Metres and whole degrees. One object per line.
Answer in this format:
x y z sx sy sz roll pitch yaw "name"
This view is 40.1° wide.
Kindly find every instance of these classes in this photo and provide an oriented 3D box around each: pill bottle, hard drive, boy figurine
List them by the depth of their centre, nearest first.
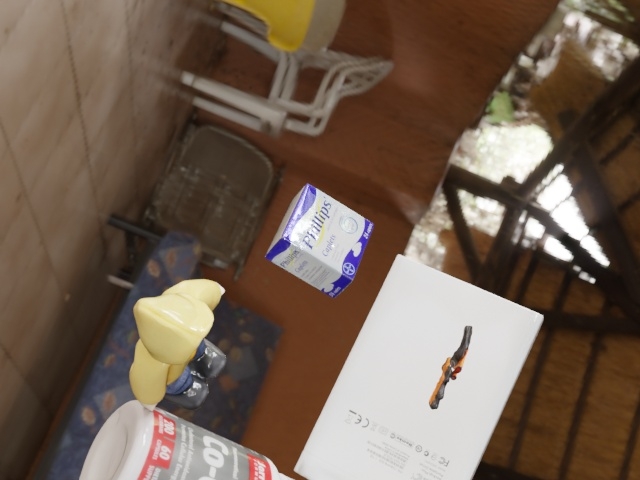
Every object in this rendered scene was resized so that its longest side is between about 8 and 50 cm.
-0.167 0.119 1.063 0.177 0.092 0.285 -59 174 -22 "boy figurine"
-0.154 0.332 1.134 0.161 0.283 0.161 -42 -149 32 "pill bottle"
0.141 0.223 1.265 0.353 0.233 0.047 -64 159 -8 "hard drive"

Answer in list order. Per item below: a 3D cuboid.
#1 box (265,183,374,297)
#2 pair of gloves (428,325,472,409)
0.000 0.000 1.434 0.072 0.137 0.126 -48 -165 51 "box"
0.130 0.126 0.874 0.083 0.010 0.074 -66 176 37 "pair of gloves"
